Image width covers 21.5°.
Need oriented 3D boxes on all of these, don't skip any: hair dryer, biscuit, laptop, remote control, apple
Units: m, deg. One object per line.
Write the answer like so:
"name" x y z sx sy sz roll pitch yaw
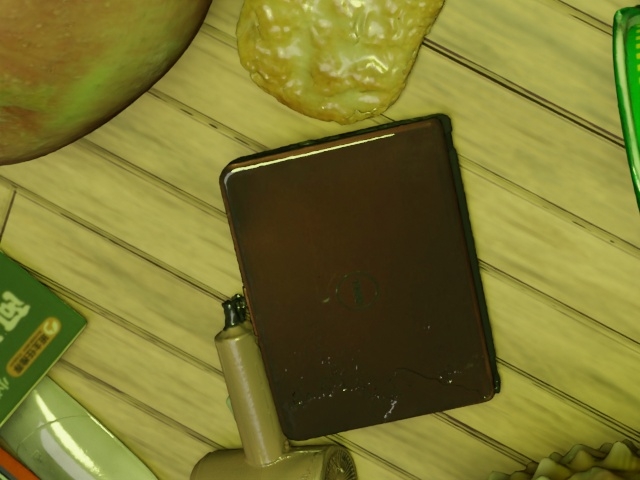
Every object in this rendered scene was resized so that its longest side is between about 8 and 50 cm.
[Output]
"hair dryer" -0.048 0.124 1.199 0.117 0.064 0.181 -5 107 25
"biscuit" 0.024 -0.177 1.016 0.118 0.029 0.247 26 124 6
"laptop" 0.027 0.027 1.098 0.154 0.026 0.207 -13 114 2
"remote control" -0.208 0.153 1.281 0.229 0.044 0.073 42 128 -5
"apple" -0.203 -0.178 0.982 0.306 0.235 0.305 10 120 18

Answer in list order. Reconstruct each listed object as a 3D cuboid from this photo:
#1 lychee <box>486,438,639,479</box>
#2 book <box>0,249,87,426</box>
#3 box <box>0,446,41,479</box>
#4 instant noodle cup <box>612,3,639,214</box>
"lychee" 0.231 0.294 0.992 0.432 0.380 0.380 38 126 21
"book" -0.332 0.052 1.202 0.264 0.202 0.027 40 164 -3
"box" -0.401 0.271 1.251 0.349 0.318 0.257 40 129 -2
"instant noodle cup" 0.292 -0.055 0.890 0.233 0.207 0.207 -14 112 20
